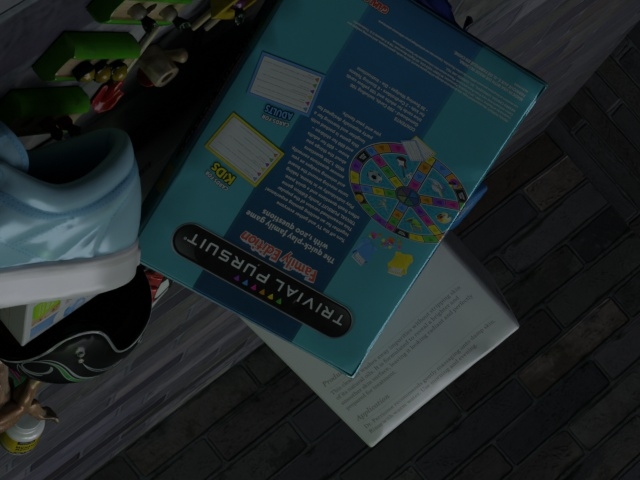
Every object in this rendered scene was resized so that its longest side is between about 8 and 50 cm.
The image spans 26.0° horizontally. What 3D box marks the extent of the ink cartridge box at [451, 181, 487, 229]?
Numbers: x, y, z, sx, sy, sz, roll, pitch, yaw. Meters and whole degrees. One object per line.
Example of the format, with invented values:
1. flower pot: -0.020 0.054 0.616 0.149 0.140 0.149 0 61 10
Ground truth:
1. ink cartridge box: 0.051 -0.058 2.000 0.307 0.223 0.129 -35 170 -32

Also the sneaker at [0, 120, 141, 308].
1. sneaker: -0.294 -0.024 1.044 0.366 0.135 0.150 -14 118 -46

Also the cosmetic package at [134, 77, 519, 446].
1. cosmetic package: 0.000 0.000 1.442 0.217 0.385 0.156 -39 -164 8

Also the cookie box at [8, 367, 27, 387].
1. cookie box: -0.441 0.207 1.871 0.092 0.040 0.107 -45 171 35

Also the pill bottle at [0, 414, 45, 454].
1. pill bottle: -0.462 0.287 2.145 0.065 0.065 0.116 -35 170 -29

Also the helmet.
1. helmet: -0.271 0.076 1.492 0.169 0.169 0.161 -42 157 14

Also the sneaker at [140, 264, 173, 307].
1. sneaker: -0.199 0.014 1.698 0.135 0.097 0.276 -32 168 -32

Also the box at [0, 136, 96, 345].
1. box: -0.265 0.004 1.315 0.114 0.103 0.203 -36 172 -22

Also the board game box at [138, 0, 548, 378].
1. board game box: 0.009 -0.076 1.295 0.336 0.254 0.079 -57 -165 12

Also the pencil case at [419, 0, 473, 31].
1. pencil case: 0.020 -0.183 1.527 0.306 0.119 0.133 -41 156 20

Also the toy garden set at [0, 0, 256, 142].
1. toy garden set: -0.138 -0.164 1.157 0.244 0.049 0.204 -42 172 21

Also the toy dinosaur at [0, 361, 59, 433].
1. toy dinosaur: -0.417 0.207 1.655 0.200 0.127 0.295 -38 174 -28
